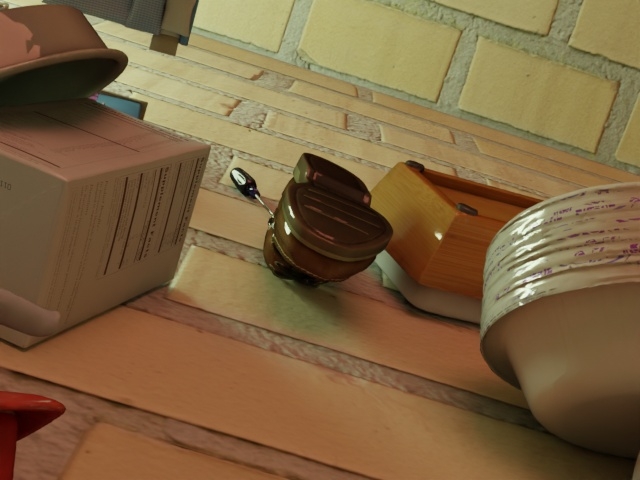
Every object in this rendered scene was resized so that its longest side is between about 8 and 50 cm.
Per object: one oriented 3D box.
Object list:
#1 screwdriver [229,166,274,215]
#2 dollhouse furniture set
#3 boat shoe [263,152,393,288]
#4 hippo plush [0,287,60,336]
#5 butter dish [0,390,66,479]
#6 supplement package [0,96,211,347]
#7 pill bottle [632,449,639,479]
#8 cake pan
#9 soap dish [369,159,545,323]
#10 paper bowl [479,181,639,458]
[{"bbox_3d":[-0.071,-0.046,1.362,0.025,0.024,0.170,43,3,-42],"label":"screwdriver"},{"bbox_3d":[-0.297,-0.279,1.366,0.287,0.303,0.198,15,15,-12],"label":"dollhouse furniture set"},{"bbox_3d":[0.000,0.000,1.128,0.111,0.104,0.307,26,14,-3],"label":"boat shoe"},{"bbox_3d":[-0.287,-0.071,0.491,0.294,0.236,0.234,10,11,10],"label":"hippo plush"},{"bbox_3d":[-0.199,0.125,0.463,0.160,0.118,0.160,3,-20,-35],"label":"butter dish"},{"bbox_3d":[-0.210,-0.026,0.909,0.139,0.133,0.244,22,16,15],"label":"supplement package"},{"bbox_3d":[0.347,0.195,0.799,0.222,0.124,0.124,15,16,-7],"label":"pill bottle"},{"bbox_3d":[-0.304,-0.117,0.928,0.293,0.054,0.293,-23,2,1],"label":"cake pan"},{"bbox_3d":[0.207,0.013,1.277,0.291,0.118,0.229,14,16,-20],"label":"soap dish"},{"bbox_3d":[0.272,0.082,0.910,0.284,0.148,0.284,6,-29,4],"label":"paper bowl"}]
